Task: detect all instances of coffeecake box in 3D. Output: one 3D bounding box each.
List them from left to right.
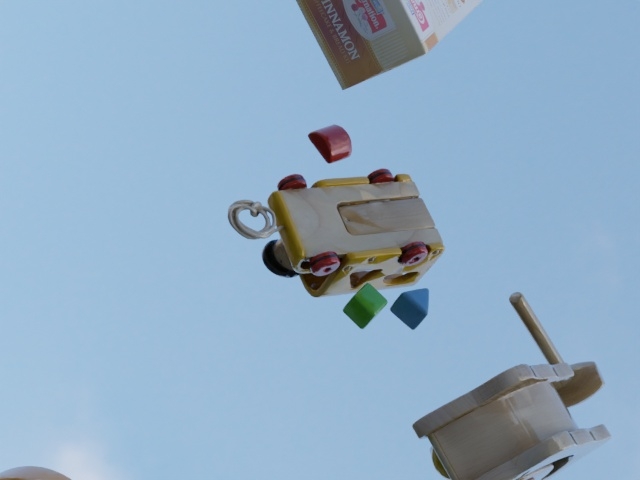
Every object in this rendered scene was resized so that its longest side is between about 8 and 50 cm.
[{"bbox_3d":[0.040,-0.201,0.981,0.068,0.185,0.142,-21,-77,28],"label":"coffeecake box"}]

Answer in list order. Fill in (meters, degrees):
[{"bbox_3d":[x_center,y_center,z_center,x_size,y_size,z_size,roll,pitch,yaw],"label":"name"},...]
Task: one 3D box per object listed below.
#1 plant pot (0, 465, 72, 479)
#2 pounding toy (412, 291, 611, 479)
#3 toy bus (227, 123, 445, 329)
[{"bbox_3d":[-0.395,0.406,1.820,0.205,0.188,0.205,2,-83,14],"label":"plant pot"},{"bbox_3d":[0.145,0.148,1.265,0.154,0.269,0.155,-35,-108,19],"label":"pounding toy"},{"bbox_3d":[0.012,0.003,1.373,0.202,0.191,0.104,32,-44,-3],"label":"toy bus"}]
